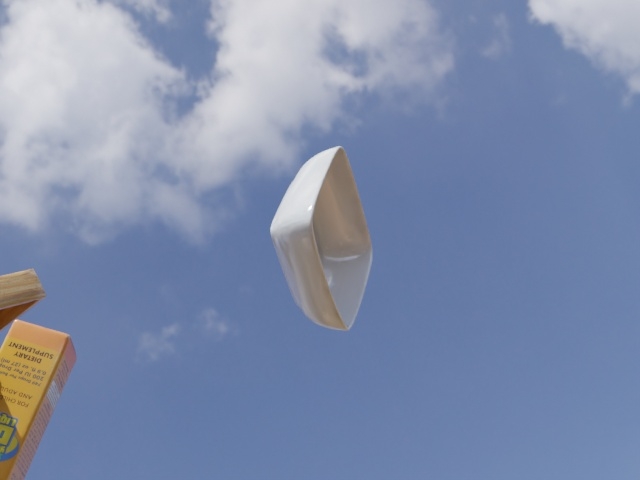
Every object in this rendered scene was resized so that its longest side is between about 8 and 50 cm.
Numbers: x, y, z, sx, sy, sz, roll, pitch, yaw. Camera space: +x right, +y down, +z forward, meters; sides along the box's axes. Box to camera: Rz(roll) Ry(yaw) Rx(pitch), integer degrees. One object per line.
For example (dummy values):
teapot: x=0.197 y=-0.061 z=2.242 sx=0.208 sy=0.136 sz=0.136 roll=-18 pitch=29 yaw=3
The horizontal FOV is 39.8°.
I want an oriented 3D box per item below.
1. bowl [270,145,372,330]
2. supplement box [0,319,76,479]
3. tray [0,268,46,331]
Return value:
bowl: x=0.000 y=0.000 z=0.822 sx=0.053 sy=0.142 sz=0.142 roll=-6 pitch=-56 yaw=19
supplement box: x=-0.372 y=0.217 z=1.051 sx=0.078 sy=0.233 sz=0.080 roll=16 pitch=-28 yaw=0
tray: x=-0.760 y=0.160 z=1.709 sx=0.203 sy=0.076 sz=0.411 roll=-33 pitch=-9 yaw=32
